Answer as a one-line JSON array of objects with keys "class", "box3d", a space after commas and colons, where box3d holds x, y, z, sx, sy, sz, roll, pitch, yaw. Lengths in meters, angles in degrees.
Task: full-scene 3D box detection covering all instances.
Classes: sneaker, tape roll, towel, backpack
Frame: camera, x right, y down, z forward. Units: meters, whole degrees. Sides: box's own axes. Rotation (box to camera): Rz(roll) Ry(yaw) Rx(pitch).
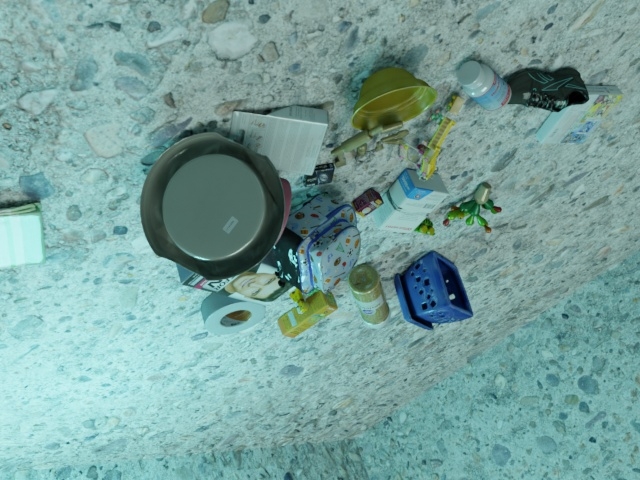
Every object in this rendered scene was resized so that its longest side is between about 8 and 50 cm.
[{"class": "sneaker", "box3d": [0.614, -0.407, 1.731, 0.267, 0.106, 0.101, -12, 149, -13]}, {"class": "tape roll", "box3d": [-0.302, 0.242, 2.199, 0.219, 0.072, 0.219, -15, 148, -10]}, {"class": "towel", "box3d": [-0.845, 0.001, 1.533, 0.324, 0.038, 0.248, -7, 147, -26]}, {"class": "backpack", "box3d": [0.000, 0.000, 1.832, 0.263, 0.213, 0.277, -50, 156, -33]}]

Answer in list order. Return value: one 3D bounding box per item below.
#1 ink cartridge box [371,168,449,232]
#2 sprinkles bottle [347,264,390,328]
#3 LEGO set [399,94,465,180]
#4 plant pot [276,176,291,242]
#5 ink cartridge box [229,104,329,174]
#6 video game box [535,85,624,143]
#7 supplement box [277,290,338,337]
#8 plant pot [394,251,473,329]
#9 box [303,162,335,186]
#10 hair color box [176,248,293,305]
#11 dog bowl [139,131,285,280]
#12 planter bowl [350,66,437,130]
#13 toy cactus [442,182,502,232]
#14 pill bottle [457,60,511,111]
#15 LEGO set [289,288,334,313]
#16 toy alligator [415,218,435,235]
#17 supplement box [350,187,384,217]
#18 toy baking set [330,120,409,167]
[{"class": "ink cartridge box", "box3d": [0.276, -0.120, 1.982, 0.148, 0.086, 0.203, 5, 141, -36]}, {"class": "sprinkles bottle", "box3d": [0.189, 0.220, 2.420, 0.121, 0.121, 0.355, -22, 148, 1]}, {"class": "LEGO set", "box3d": [0.297, -0.286, 1.764, 0.132, 0.107, 0.287, -44, 159, -36]}, {"class": "plant pot", "box3d": [-0.197, -0.090, 1.656, 0.180, 0.201, 0.201, 16, 134, -25]}, {"class": "ink cartridge box", "box3d": [-0.110, -0.258, 1.589, 0.232, 0.066, 0.189, 10, 142, -9]}, {"class": "video game box", "box3d": [0.786, -0.382, 1.929, 0.186, 0.048, 0.205, -3, 145, -25]}, {"class": "supplement box", "box3d": [-0.050, 0.280, 2.407, 0.233, 0.080, 0.078, -38, 148, 21]}, {"class": "plant pot", "box3d": [0.428, 0.211, 2.456, 0.212, 0.236, 0.236, -29, 148, 25]}, {"class": "box", "box3d": [-0.005, -0.183, 1.777, 0.083, 0.018, 0.067, -11, 147, -18]}, {"class": "hair color box", "box3d": [-0.241, 0.080, 1.949, 0.185, 0.114, 0.374, -37, 146, 24]}, {"class": "dog bowl", "box3d": [-0.245, -0.076, 1.508, 0.348, 0.349, 0.102, -25, 174, 6]}, {"class": "planter bowl", "box3d": [0.165, -0.354, 1.526, 0.217, 0.091, 0.217, -15, 168, -3]}, {"class": "toy cactus", "box3d": [0.533, -0.111, 2.156, 0.218, 0.112, 0.181, -1, 134, -17]}, {"class": "pill bottle", "box3d": [0.421, -0.401, 1.637, 0.087, 0.087, 0.160, -39, 145, 27]}, {"class": "LEGO set", "box3d": [-0.041, 0.203, 2.277, 0.087, 0.093, 0.227, 8, 138, -39]}, {"class": "toy alligator", "box3d": [0.333, -0.055, 2.157, 0.189, 0.056, 0.052, 12, 94, -40]}, {"class": "supplement box", "box3d": [0.144, -0.115, 1.949, 0.083, 0.043, 0.055, -36, 145, 21]}, {"class": "toy baking set", "box3d": [0.122, -0.243, 1.672, 0.256, 0.030, 0.196, -23, 166, 28]}]
